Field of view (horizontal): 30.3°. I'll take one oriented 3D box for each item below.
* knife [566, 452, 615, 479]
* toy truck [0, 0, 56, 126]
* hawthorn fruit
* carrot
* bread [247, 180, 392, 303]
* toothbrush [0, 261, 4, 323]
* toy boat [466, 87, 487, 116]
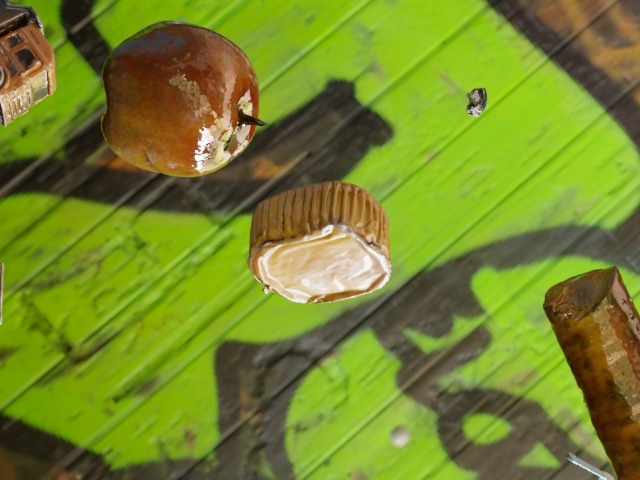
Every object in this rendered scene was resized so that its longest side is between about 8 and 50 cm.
[{"bbox_3d":[0.398,0.337,1.738,0.096,0.010,0.027,31,-162,-17],"label":"knife"},{"bbox_3d":[-0.339,-0.214,1.176,0.192,0.092,0.083,54,161,9],"label":"toy truck"},{"bbox_3d":[-0.223,-0.241,2.032,0.301,0.268,0.268,14,155,28],"label":"hawthorn fruit"},{"bbox_3d":[0.359,0.179,1.365,0.114,0.114,0.302,117,128,-83],"label":"carrot"},{"bbox_3d":[0.000,-0.001,1.610,0.199,0.199,0.104,57,-152,-49],"label":"bread"},{"bbox_3d":[-0.495,0.081,1.824,0.006,0.097,0.008,-3,173,42],"label":"toothbrush"},{"bbox_3d":[0.258,-0.234,1.968,0.038,0.038,0.083,52,-151,-20],"label":"toy boat"}]
